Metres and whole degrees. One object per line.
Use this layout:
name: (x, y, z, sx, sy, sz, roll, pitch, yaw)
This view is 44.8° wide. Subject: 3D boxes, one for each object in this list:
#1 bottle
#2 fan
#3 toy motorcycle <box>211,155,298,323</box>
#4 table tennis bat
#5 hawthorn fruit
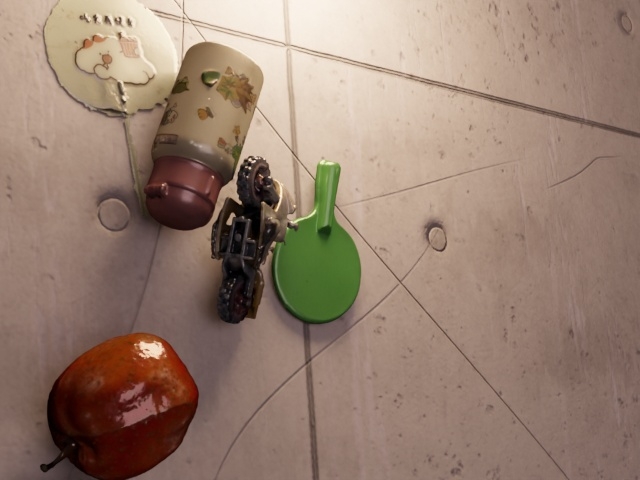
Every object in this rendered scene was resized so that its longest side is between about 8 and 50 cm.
bottle: (-0.162, -0.135, 1.049, 0.120, 0.120, 0.253, 27, 66, -29)
fan: (-0.266, -0.192, 1.051, 0.190, 0.009, 0.329, -6, 82, -38)
toy motorcycle: (-0.088, 0.002, 1.077, 0.129, 0.093, 0.229, 15, 84, -70)
table tennis bat: (0.000, 0.000, 1.191, 0.160, 0.039, 0.257, 15, 75, -33)
hawthorn fruit: (-0.238, 0.199, 0.881, 0.194, 0.157, 0.157, -35, 100, -42)
